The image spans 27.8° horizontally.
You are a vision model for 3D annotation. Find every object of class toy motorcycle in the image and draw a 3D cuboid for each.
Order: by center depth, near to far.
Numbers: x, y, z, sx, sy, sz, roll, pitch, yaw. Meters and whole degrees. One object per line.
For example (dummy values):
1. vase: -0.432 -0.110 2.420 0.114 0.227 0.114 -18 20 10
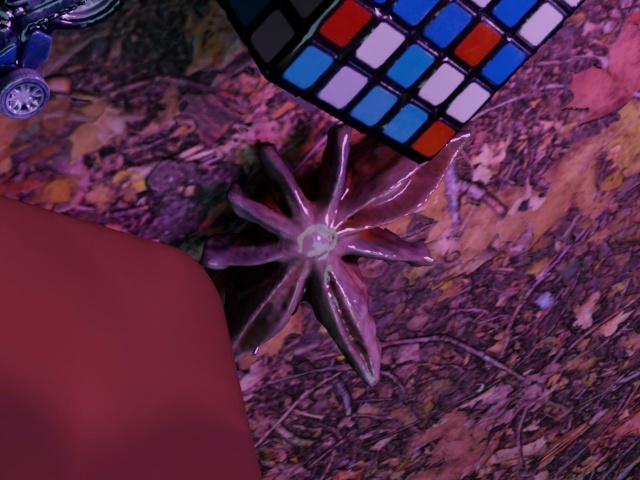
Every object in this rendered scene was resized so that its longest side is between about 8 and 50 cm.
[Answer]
1. toy motorcycle: -0.230 -0.135 0.781 0.254 0.092 0.135 -33 143 1

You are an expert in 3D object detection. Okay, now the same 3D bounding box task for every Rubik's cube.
1. Rubik's cube: 0.040 -0.193 0.849 0.184 0.187 0.182 -45 143 17

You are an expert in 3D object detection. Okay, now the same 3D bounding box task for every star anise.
1. star anise: -0.002 0.004 1.100 0.198 0.111 0.258 12 111 -15

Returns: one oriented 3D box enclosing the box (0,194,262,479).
1. box: -0.243 0.133 0.916 0.229 0.239 0.339 -33 149 28
